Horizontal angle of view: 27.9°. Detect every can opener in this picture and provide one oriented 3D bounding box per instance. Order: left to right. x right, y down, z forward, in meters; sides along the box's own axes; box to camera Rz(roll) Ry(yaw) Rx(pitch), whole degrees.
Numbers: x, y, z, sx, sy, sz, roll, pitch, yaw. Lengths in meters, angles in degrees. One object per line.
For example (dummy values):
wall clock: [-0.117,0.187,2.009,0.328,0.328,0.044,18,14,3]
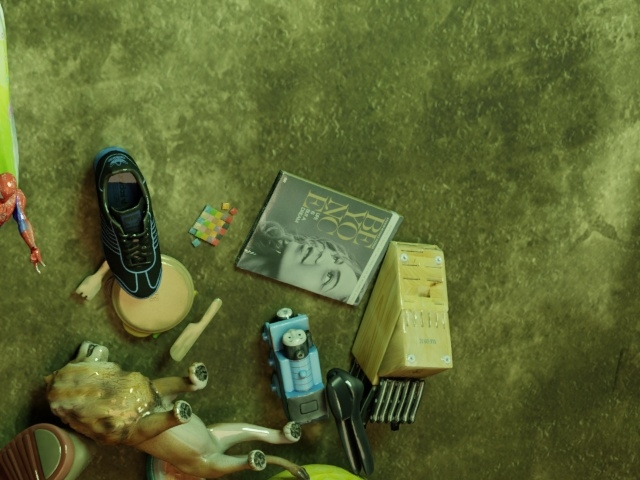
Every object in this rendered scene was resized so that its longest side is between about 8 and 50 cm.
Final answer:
can opener: [0.043,0.285,2.017,0.073,0.059,0.186,-31,116,-37]

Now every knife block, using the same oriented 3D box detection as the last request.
knife block: [0.108,0.162,2.065,0.088,0.242,0.276,5,72,-28]

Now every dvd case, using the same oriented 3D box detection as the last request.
dvd case: [0.000,0.000,1.975,0.221,0.018,0.164,19,107,-27]

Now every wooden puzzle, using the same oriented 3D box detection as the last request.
wooden puzzle: [-0.161,-0.023,1.912,0.049,0.006,0.083,27,104,-29]

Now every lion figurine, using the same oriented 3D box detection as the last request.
lion figurine: [-0.217,0.288,1.945,0.240,0.142,0.392,-20,130,35]

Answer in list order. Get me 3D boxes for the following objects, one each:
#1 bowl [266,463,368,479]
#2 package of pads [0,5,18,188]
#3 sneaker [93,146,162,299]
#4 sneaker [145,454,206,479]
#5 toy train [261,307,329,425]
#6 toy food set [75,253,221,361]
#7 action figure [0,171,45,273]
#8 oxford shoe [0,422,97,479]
bowl: [-0.029,0.470,2.118,0.289,0.156,0.289,-9,118,-16]
package of pads: [-0.510,-0.180,1.652,0.229,0.101,0.296,-9,118,-15]
sneaker: [-0.270,-0.014,1.815,0.081,0.090,0.232,-17,112,-11]
sneaker: [-0.238,0.470,2.070,0.108,0.121,0.302,-30,108,-54]
toy train: [-0.037,0.196,2.008,0.080,0.105,0.184,-15,120,-13]
toy food set: [-0.253,0.080,1.918,0.192,0.038,0.132,38,93,-20]
action figure: [-0.443,0.026,1.688,0.091,0.139,0.280,2,143,-32]
oxford shoe: [-0.481,0.399,1.942,0.348,0.123,0.130,-32,159,15]
